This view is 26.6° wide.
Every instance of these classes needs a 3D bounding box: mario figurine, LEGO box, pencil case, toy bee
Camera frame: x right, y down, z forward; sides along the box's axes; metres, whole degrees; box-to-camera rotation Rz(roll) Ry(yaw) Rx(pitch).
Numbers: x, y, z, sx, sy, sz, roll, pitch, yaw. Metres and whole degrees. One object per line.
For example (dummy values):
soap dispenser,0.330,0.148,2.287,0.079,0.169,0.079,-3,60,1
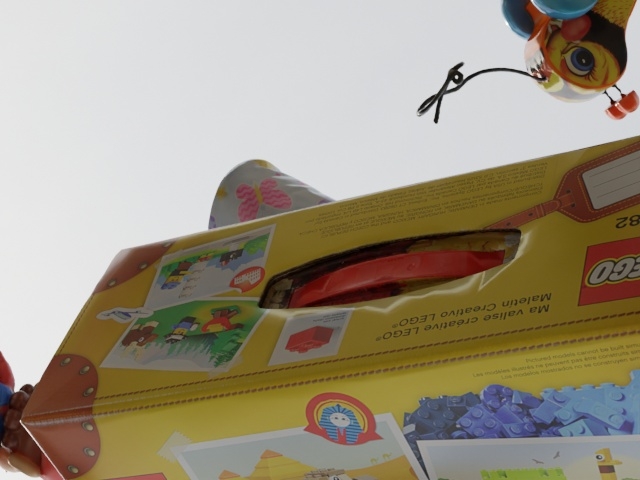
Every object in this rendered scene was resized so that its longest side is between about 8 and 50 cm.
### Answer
mario figurine,-0.403,0.215,1.566,0.198,0.320,0.170,-65,-168,-1
LEGO box,0.116,0.156,0.940,0.500,0.372,0.193,-12,-146,27
pencil case,0.000,0.000,1.547,0.273,0.113,0.124,26,-117,32
toy bee,0.239,-0.193,1.255,0.298,0.162,0.195,-53,-176,9
